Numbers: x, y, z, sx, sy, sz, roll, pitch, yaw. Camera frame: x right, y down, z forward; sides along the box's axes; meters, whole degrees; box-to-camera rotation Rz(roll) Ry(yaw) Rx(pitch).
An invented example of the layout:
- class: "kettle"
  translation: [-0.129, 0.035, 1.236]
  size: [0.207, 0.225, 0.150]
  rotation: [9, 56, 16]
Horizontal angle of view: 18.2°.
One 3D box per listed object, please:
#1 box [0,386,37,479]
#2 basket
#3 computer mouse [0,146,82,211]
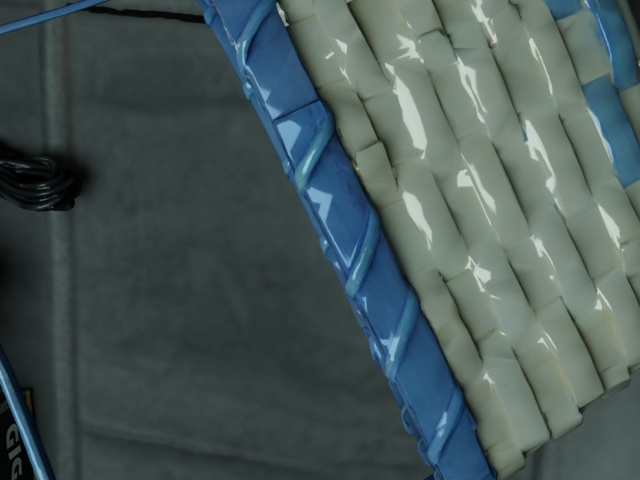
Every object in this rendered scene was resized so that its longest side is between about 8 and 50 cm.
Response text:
- class: "box"
  translation: [-0.298, 0.194, 1.058]
  size: [0.322, 0.079, 0.257]
  rotation: [3, 107, 20]
- class: "basket"
  translation: [0.000, 0.000, 0.789]
  size: [0.289, 0.201, 0.255]
  rotation: [-23, 99, -6]
- class: "computer mouse"
  translation: [-0.196, 0.036, 0.935]
  size: [0.106, 0.042, 0.193]
  rotation: [21, 82, 16]
